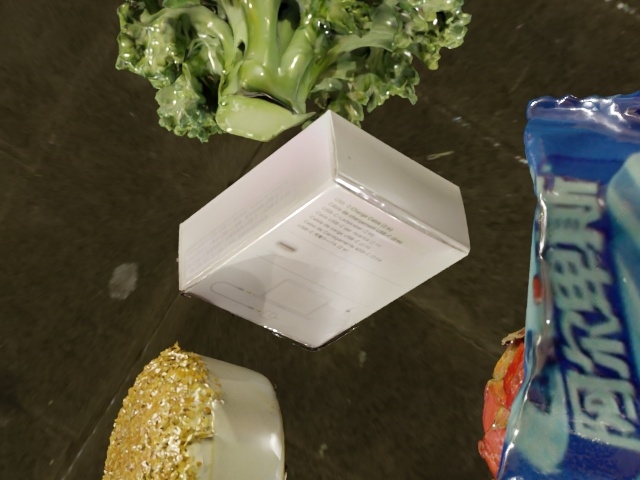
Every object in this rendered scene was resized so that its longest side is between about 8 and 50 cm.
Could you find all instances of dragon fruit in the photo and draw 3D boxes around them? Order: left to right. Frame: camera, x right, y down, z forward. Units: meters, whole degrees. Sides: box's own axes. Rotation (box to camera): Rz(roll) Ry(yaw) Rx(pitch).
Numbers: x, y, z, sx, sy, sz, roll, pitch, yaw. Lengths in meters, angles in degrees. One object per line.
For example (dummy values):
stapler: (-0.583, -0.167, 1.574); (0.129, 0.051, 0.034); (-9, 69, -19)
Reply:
dragon fruit: (0.364, 0.275, 1.763); (0.278, 0.277, 0.342); (15, 85, -5)

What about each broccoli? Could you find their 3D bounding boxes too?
broccoli: (-0.045, -0.241, 1.364); (0.338, 0.277, 0.317); (38, 56, 17)

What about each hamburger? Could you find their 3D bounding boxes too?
hamburger: (-0.149, 0.266, 1.337); (0.179, 0.276, 0.294); (4, 111, -19)

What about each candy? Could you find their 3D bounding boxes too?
candy: (0.207, 0.058, 0.827); (0.187, 0.077, 0.331); (4, 86, 35)

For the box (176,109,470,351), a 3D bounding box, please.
box: (0.000, 0.000, 1.309); (0.203, 0.106, 0.252); (27, 134, -35)
